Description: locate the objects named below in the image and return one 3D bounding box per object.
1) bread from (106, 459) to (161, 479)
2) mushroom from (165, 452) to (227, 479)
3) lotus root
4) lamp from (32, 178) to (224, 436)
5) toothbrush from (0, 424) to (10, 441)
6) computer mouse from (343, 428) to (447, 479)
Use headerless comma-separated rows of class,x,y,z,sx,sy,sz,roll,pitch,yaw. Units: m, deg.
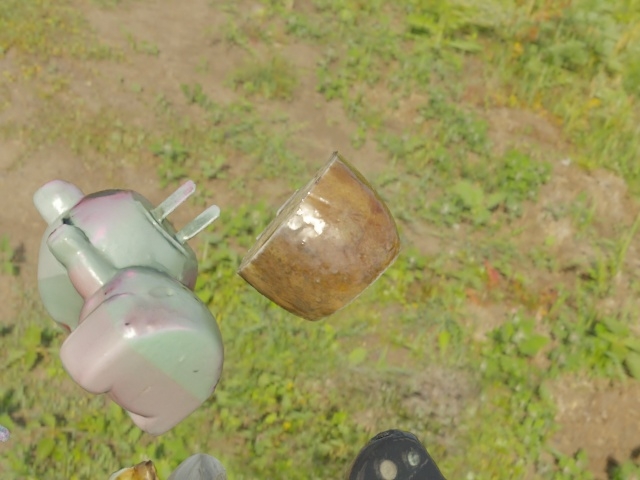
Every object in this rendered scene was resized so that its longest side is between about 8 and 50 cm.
bread,-0.200,0.398,1.275,0.133,0.251,0.174,20,8,-46
mushroom,-0.229,0.437,1.697,0.088,0.097,0.212,23,68,22
lotus root,-0.002,0.002,0.753,0.081,0.112,0.122,47,5,-7
lamp,-0.213,0.050,1.267,0.247,0.247,0.301,43,8,-42
toothbrush,-0.500,0.214,1.406,0.286,0.020,0.025,15,30,36
computer mouse,0.119,0.403,1.486,0.170,0.100,0.269,-33,91,-37
